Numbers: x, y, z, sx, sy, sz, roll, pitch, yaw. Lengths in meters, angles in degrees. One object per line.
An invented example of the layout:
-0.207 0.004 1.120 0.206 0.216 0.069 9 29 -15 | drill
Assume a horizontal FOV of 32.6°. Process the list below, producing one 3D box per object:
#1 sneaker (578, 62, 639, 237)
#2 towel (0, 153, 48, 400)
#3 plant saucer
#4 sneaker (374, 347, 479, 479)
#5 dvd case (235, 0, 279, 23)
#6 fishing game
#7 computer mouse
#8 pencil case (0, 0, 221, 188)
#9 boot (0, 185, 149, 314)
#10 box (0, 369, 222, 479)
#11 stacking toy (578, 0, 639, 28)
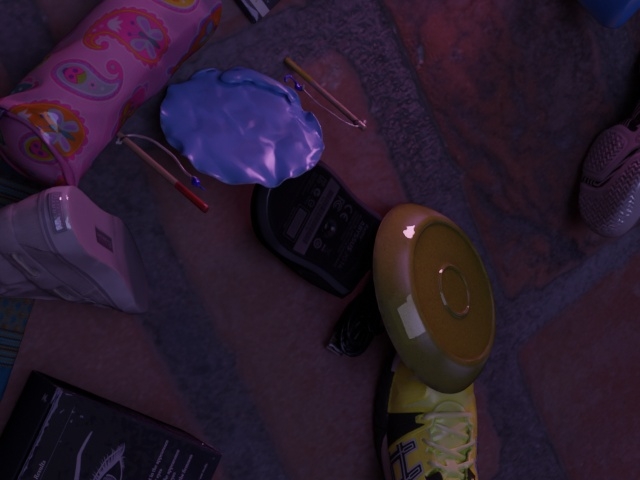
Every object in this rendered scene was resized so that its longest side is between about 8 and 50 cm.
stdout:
0.513 -0.129 1.533 0.210 0.137 0.366 36 74 -24 | sneaker
-0.399 0.044 1.064 0.271 0.040 0.370 25 80 -44 | towel
0.150 0.065 1.333 0.241 0.037 0.241 26 55 -44 | plant saucer
0.153 0.297 1.362 0.145 0.147 0.384 2 91 -28 | sneaker
-0.052 -0.385 1.265 0.221 0.018 0.164 -47 114 -18 | dvd case
-0.089 -0.121 1.204 0.189 0.041 0.264 40 48 18 | fishing game
0.000 0.000 1.303 0.272 0.072 0.188 44 71 -37 | computer mouse
-0.219 -0.175 1.105 0.124 0.124 0.284 49 60 -23 | pencil case
-0.266 0.021 1.107 0.123 0.258 0.095 -13 66 6 | boot
-0.236 0.249 1.163 0.207 0.108 0.153 30 80 -27 | box
0.458 -0.423 1.485 0.302 0.175 0.166 -28 76 -41 | stacking toy
